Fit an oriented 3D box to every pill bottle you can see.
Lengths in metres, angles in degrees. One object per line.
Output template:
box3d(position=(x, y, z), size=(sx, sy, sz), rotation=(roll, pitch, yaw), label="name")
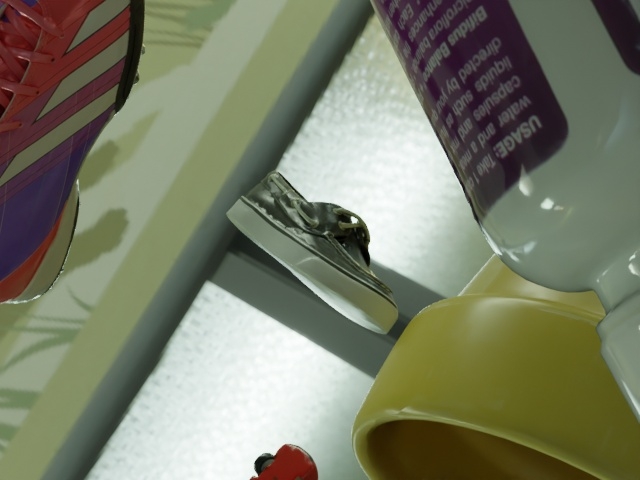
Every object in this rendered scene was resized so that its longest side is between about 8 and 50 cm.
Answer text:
box3d(position=(0.119, -0.086, 0.449), size=(0.169, 0.301, 0.169), rotation=(-21, -16, -6), label="pill bottle")

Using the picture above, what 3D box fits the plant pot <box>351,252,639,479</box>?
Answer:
box3d(position=(0.182, 0.077, 0.671), size=(0.239, 0.254, 0.254), rotation=(-57, -25, -26), label="plant pot")

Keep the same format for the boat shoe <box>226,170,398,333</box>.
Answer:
box3d(position=(0.000, 0.000, 0.908), size=(0.070, 0.219, 0.078), rotation=(-48, -47, -4), label="boat shoe")

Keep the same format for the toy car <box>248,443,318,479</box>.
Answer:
box3d(position=(-0.117, 0.283, 0.932), size=(0.053, 0.225, 0.239), rotation=(56, -139, -36), label="toy car")

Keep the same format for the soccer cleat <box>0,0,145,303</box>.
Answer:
box3d(position=(-0.207, -0.085, 0.738), size=(0.116, 0.108, 0.318), rotation=(-15, -45, -52), label="soccer cleat")
